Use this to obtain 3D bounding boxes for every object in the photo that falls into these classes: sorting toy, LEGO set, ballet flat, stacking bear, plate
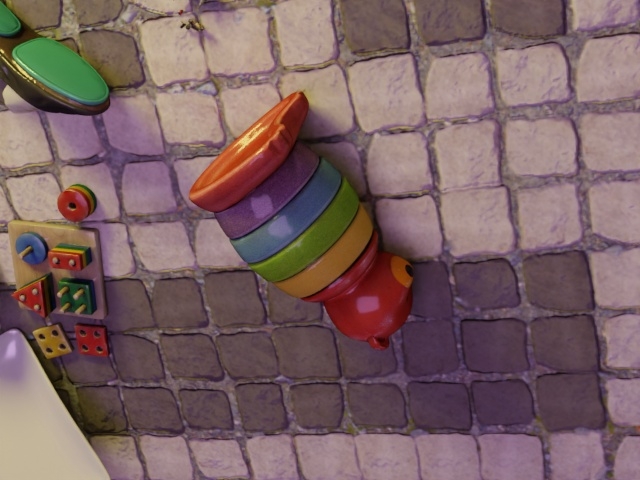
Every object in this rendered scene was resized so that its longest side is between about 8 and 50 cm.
[{"bbox_3d":[-0.364,0.055,1.354,0.132,0.046,0.274,6,115,14],"label":"sorting toy"},{"bbox_3d":[-0.149,-0.285,1.155,0.054,0.023,0.083,27,131,6],"label":"LEGO set"},{"bbox_3d":[-0.373,-0.222,1.215,0.280,0.095,0.096,40,129,8],"label":"ballet flat"},{"bbox_3d":[0.000,0.000,1.164,0.164,0.175,0.289,-35,107,25],"label":"stacking bear"},{"bbox_3d":[-0.472,0.308,1.386,0.277,0.045,0.278,-33,74,-13],"label":"plate"}]
